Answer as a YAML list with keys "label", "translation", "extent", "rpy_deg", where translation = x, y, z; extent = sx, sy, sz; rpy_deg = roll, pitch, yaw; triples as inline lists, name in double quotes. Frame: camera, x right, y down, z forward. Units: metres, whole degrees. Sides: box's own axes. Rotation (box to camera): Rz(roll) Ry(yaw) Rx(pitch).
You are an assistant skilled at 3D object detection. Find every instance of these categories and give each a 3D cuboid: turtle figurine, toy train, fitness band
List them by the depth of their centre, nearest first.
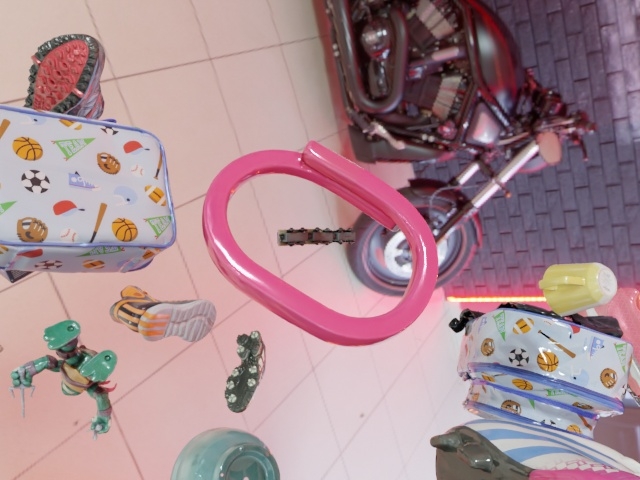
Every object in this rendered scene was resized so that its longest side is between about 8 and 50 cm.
- label: "fitness band"
  translation: [0.000, 0.000, 0.673]
  extent: [0.290, 0.054, 0.209]
  rpy_deg: [31, 64, 1]
- label: "toy train"
  translation: [-0.008, -0.006, 0.824]
  extent: [0.158, 0.036, 0.027]
  rpy_deg: [-1, 92, -48]
- label: "turtle figurine"
  translation: [-0.402, 0.224, 0.917]
  extent: [0.175, 0.234, 0.118]
  rpy_deg: [25, 45, -11]

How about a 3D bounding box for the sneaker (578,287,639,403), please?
- label: "sneaker"
  translation: [0.602, 0.217, 1.003]
  extent: [0.115, 0.136, 0.314]
  rpy_deg: [18, 36, -55]

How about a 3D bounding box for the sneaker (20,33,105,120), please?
- label: "sneaker"
  translation: [-0.425, -0.252, 0.962]
  extent: [0.104, 0.262, 0.125]
  rpy_deg: [45, 35, -3]

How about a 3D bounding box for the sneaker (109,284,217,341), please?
- label: "sneaker"
  translation: [-0.414, 0.180, 1.483]
  extent: [0.125, 0.180, 0.321]
  rpy_deg: [-68, 156, -2]

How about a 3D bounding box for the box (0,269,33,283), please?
- label: "box"
  translation: [-0.697, -0.037, 1.236]
  extent: [0.108, 0.153, 0.207]
  rpy_deg: [-38, 138, -36]

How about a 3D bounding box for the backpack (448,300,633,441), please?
- label: "backpack"
  translation: [0.341, 0.201, 0.882]
  extent: [0.263, 0.276, 0.213]
  rpy_deg: [77, 24, -66]

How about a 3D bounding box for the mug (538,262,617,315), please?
- label: "mug"
  translation: [0.300, 0.056, 0.654]
  extent: [0.078, 0.064, 0.062]
  rpy_deg: [-28, 92, -32]

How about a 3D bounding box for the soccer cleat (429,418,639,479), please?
- label: "soccer cleat"
  translation: [0.203, 0.192, 0.380]
  extent: [0.143, 0.331, 0.116]
  rpy_deg: [1, 91, -18]

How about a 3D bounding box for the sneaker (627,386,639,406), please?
- label: "sneaker"
  translation: [0.711, 0.324, 1.229]
  extent: [0.153, 0.099, 0.282]
  rpy_deg: [21, 37, -36]

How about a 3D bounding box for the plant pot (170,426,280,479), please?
- label: "plant pot"
  translation: [-0.223, 0.631, 1.478]
  extent: [0.292, 0.196, 0.293]
  rpy_deg: [14, 62, -27]

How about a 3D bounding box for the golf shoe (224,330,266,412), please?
- label: "golf shoe"
  translation: [-0.207, 0.405, 1.701]
  extent: [0.273, 0.105, 0.120]
  rpy_deg: [-81, 155, -45]

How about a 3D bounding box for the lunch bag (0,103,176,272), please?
- label: "lunch bag"
  translation: [-0.365, -0.077, 0.843]
  extent: [0.303, 0.115, 0.243]
  rpy_deg: [3, 64, -44]

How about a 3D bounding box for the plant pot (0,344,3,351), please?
- label: "plant pot"
  translation: [-0.601, 0.180, 0.894]
  extent: [0.109, 0.108, 0.096]
  rpy_deg: [60, 25, -24]
